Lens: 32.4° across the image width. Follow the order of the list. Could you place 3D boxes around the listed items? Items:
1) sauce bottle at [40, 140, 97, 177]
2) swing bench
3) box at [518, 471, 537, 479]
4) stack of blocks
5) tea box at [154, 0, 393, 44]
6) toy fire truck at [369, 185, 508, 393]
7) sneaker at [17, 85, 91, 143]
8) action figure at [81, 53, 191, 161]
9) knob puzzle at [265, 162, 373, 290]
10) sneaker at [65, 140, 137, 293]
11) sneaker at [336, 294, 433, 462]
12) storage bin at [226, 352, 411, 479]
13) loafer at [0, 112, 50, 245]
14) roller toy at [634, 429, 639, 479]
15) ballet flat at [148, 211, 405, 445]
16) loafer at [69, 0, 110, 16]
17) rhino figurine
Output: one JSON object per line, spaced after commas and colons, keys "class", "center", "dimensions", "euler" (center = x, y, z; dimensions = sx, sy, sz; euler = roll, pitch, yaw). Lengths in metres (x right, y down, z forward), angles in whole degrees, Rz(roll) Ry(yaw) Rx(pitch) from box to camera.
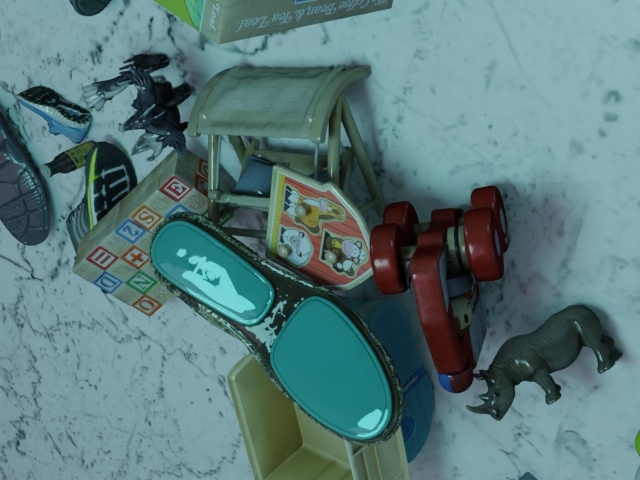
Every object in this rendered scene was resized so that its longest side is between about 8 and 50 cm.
{"class": "sauce bottle", "center": [-0.454, -0.145, 2.003], "dimensions": [0.042, 0.128, 0.042], "euler": [15, 120, 27]}
{"class": "swing bench", "center": [-0.056, -0.135, 1.704], "dimensions": [0.253, 0.165, 0.254], "euler": [5, 116, 35]}
{"class": "box", "center": [0.342, 0.488, 1.817], "dimensions": [0.145, 0.038, 0.186], "euler": [42, 131, 12]}
{"class": "stack of blocks", "center": [-0.272, -0.011, 1.916], "dimensions": [0.171, 0.087, 0.297], "euler": [34, 124, -26]}
{"class": "tea box", "center": [-0.095, -0.440, 1.437], "dimensions": [0.323, 0.329, 0.220], "euler": [37, 130, 29]}
{"class": "toy fire truck", "center": [0.187, 0.073, 1.560], "dimensions": [0.169, 0.302, 0.253], "euler": [-10, 104, 16]}
{"class": "sneaker", "center": [-0.500, -0.228, 2.038], "dimensions": [0.162, 0.063, 0.073], "euler": [31, 130, 19]}
{"class": "action figure", "center": [-0.283, -0.209, 1.759], "dimensions": [0.141, 0.275, 0.164], "euler": [-30, 110, 9]}
{"class": "knob puzzle", "center": [0.000, 0.000, 1.597], "dimensions": [0.213, 0.030, 0.213], "euler": [19, 127, 28]}
{"class": "sneaker", "center": [-0.420, -0.048, 2.044], "dimensions": [0.121, 0.111, 0.299], "euler": [25, 122, 28]}
{"class": "sneaker", "center": [0.066, 0.217, 1.833], "dimensions": [0.208, 0.127, 0.319], "euler": [15, 128, 43]}
{"class": "storage bin", "center": [-0.001, 0.313, 1.777], "dimensions": [0.262, 0.123, 0.260], "euler": [18, 132, 41]}
{"class": "loafer", "center": [-0.603, -0.139, 2.153], "dimensions": [0.109, 0.095, 0.302], "euler": [-20, 106, 9]}
{"class": "roller toy", "center": [0.550, 0.335, 1.523], "dimensions": [0.191, 0.146, 0.209], "euler": [5, 121, 43]}
{"class": "ballet flat", "center": [-0.049, 0.121, 1.653], "dimensions": [0.483, 0.182, 0.164], "euler": [37, 96, 19]}
{"class": "loafer", "center": [-0.365, -0.504, 1.802], "dimensions": [0.084, 0.096, 0.267], "euler": [43, 126, 36]}
{"class": "rhino figurine", "center": [0.312, 0.180, 1.583], "dimensions": [0.106, 0.243, 0.073], "euler": [60, 172, 5]}
